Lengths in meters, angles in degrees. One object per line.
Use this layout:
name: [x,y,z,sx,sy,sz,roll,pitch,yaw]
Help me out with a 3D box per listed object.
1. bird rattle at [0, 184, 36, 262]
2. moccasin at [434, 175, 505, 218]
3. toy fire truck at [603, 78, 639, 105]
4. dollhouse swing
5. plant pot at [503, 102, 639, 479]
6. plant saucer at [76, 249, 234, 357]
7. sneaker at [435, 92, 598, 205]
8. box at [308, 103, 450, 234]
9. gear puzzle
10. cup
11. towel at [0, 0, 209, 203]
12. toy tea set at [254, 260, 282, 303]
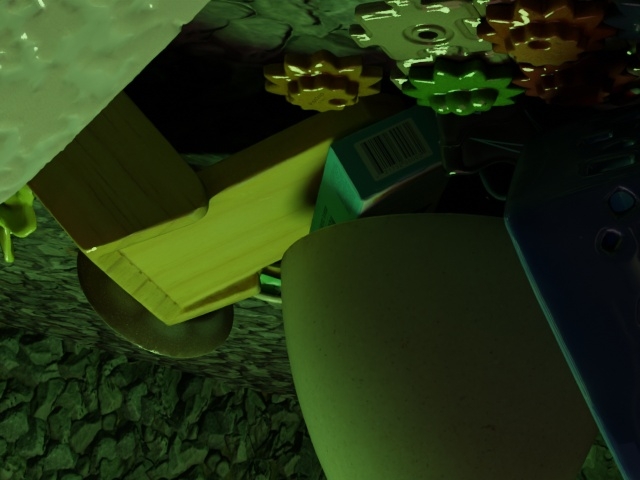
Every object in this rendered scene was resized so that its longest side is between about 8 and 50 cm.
bird rattle: [-0.425,-0.041,1.351,0.254,0.207,0.143,24,160,-10]
moccasin: [0.298,-0.009,1.267,0.380,0.147,0.139,9,153,16]
toy fire truck: [0.184,-0.151,0.894,0.192,0.047,0.135,14,163,-28]
dollhouse swing: [-0.120,-0.103,1.263,0.315,0.305,0.347,48,176,15]
plant pot: [0.273,0.015,0.883,0.212,0.236,0.236,-23,-170,19]
plant saucer: [-0.179,0.044,1.474,0.199,0.198,0.036,16,131,-29]
sneaker: [0.174,-0.073,1.109,0.101,0.106,0.267,-6,162,40]
box: [0.052,-0.035,1.195,0.100,0.060,0.244,-26,165,-14]
gear puzzle: [0.112,-0.116,0.858,0.339,0.044,0.175,-3,164,23]
cup: [0.119,0.144,1.171,0.331,0.237,0.331,4,159,2]
towel: [-0.206,-0.153,0.706,0.317,0.053,0.332,-43,153,12]
toy tea set: [0.000,0.000,1.590,0.336,0.124,0.200,8,-163,-11]
